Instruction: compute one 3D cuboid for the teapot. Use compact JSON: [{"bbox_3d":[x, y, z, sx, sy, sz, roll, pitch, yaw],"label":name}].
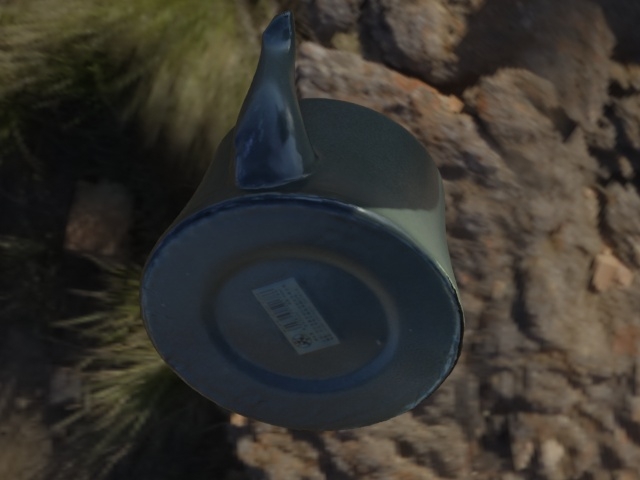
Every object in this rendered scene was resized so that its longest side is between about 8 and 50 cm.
[{"bbox_3d":[0.000,0.000,0.831,0.162,0.239,0.149,-7,41,14],"label":"teapot"}]
